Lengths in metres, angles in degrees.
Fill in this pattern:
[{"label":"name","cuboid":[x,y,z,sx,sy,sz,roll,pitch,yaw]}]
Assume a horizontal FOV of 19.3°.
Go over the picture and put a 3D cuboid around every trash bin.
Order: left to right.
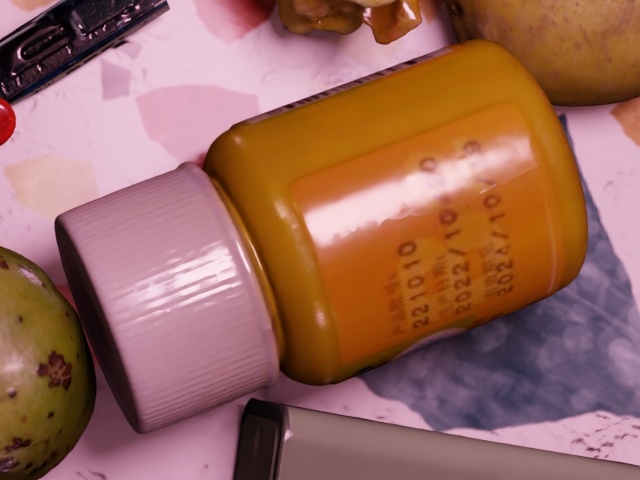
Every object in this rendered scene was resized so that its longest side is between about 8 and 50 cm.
[{"label":"trash bin","cuboid":[0.099,0.262,1.544,0.344,0.158,0.222,8,86,-15]}]

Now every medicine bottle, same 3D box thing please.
[{"label":"medicine bottle","cuboid":[0.000,0.000,1.499,0.384,0.224,0.224,-21,91,-14]}]

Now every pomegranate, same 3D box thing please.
[{"label":"pomegranate","cuboid":[-0.294,0.118,1.452,0.248,0.214,0.214,-39,94,-1]}]

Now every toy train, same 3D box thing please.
[{"label":"toy train","cuboid":[-0.235,-0.152,1.553,0.234,0.051,0.052,-33,85,-1]}]

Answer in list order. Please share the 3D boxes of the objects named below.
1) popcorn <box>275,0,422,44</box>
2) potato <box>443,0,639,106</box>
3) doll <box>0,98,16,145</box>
[{"label":"popcorn","cuboid":[0.026,-0.282,1.526,0.192,0.233,0.266,-11,59,-16]},{"label":"potato","cuboid":[0.220,-0.210,1.596,0.228,0.148,0.197,-19,117,-4]},{"label":"doll","cuboid":[-0.387,-0.191,1.464,0.363,0.160,0.182,38,55,-4]}]
